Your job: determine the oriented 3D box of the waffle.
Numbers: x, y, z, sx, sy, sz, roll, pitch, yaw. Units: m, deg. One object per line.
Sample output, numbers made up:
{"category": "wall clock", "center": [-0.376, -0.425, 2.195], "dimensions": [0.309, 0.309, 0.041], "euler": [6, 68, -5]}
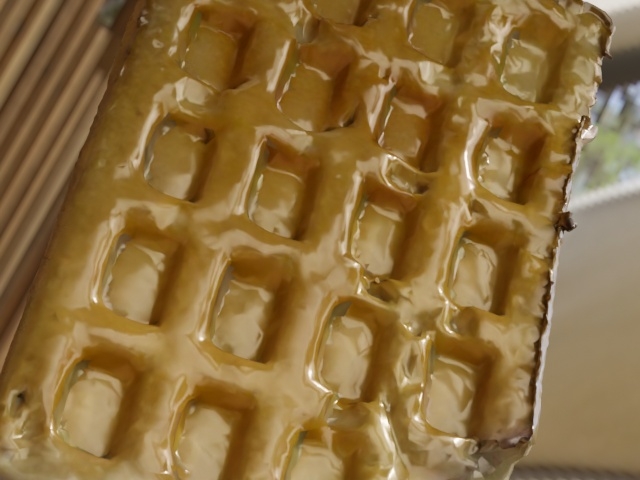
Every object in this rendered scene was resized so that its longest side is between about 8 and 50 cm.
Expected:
{"category": "waffle", "center": [0.000, 0.000, 0.350], "dimensions": [0.092, 0.135, 0.021], "euler": [19, -30, -8]}
